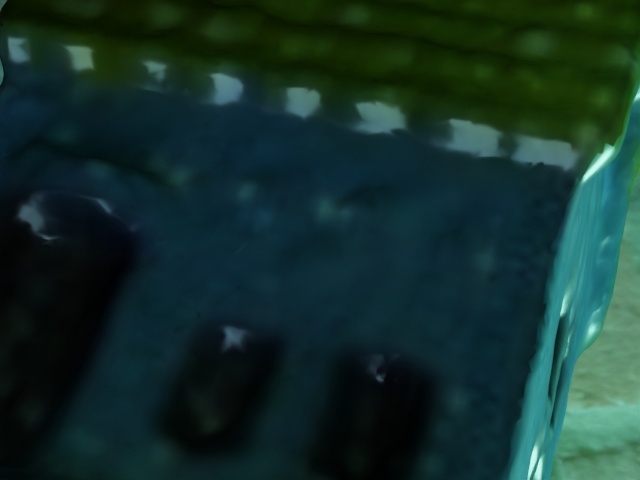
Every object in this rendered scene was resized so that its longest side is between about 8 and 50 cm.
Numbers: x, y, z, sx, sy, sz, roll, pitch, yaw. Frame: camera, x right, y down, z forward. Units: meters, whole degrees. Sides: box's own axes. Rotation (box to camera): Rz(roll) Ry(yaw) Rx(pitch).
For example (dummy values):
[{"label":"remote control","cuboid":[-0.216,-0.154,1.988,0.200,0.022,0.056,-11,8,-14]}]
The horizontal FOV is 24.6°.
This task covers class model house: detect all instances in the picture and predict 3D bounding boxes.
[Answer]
[{"label":"model house","cuboid":[0.000,0.000,0.567,0.237,0.303,0.215,13,156,15]}]
